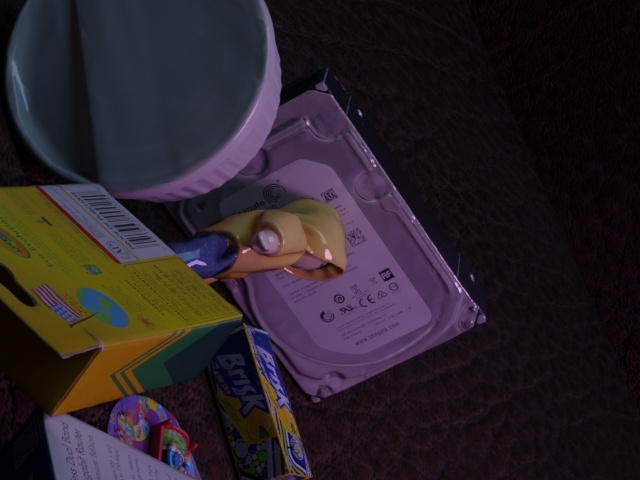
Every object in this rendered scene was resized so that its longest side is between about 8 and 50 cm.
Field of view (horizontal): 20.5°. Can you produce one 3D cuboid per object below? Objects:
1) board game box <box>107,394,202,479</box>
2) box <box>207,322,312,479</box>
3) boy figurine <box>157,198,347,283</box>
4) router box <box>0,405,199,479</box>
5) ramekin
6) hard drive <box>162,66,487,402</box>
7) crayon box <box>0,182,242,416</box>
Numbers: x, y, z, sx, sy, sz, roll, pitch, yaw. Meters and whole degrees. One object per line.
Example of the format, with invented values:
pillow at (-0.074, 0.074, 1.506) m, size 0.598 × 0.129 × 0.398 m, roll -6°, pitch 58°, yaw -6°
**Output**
board game box at (-0.134, 0.216, 1.658) m, size 0.133 × 0.033 × 0.169 m, roll -2°, pitch 67°, yaw -67°
box at (-0.067, 0.174, 1.825) m, size 0.054 × 0.059 × 0.169 m, roll 24°, pitch 44°, yaw -62°
boy figurine at (-0.088, 0.019, 1.792) m, size 0.285 × 0.177 × 0.092 m, roll -11°, pitch 82°, yaw -47°
router box at (-0.097, 0.307, 1.350) m, size 0.301 × 0.082 × 0.335 m, roll 32°, pitch 18°, yaw -30°
ramekin at (-0.163, -0.160, 1.736) m, size 0.127 × 0.272 × 0.273 m, roll 40°, pitch 29°, yaw -71°
hard drive at (0.000, 0.000, 1.940) m, size 0.339 × 0.237 × 0.064 m, roll 56°, pitch 21°, yaw -21°
crayon box at (-0.221, 0.042, 1.494) m, size 0.202 × 0.081 × 0.318 m, roll 42°, pitch 16°, yaw 16°
